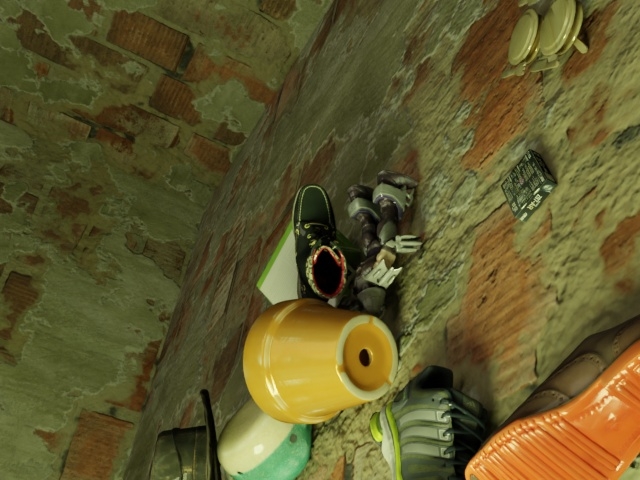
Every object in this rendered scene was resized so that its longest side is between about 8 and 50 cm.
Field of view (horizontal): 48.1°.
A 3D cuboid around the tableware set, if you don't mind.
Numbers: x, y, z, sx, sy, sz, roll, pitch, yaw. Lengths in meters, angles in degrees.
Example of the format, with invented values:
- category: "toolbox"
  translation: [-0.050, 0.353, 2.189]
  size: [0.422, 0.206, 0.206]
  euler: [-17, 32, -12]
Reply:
- category: "tableware set"
  translation: [0.330, -0.302, 1.041]
  size: [0.194, 0.039, 0.128]
  euler: [-140, 62, -79]

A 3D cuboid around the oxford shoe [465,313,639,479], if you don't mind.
- category: "oxford shoe"
  translation: [0.241, 0.153, 0.649]
  size: [0.271, 0.097, 0.098]
  euler: [-45, 7, 32]

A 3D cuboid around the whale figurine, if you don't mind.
- category: "whale figurine"
  translation: [-0.066, 0.334, 1.311]
  size: [0.216, 0.141, 0.272]
  euler: [-31, 14, 41]

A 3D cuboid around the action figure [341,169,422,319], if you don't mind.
- category: "action figure"
  translation: [0.104, 0.012, 1.233]
  size: [0.185, 0.099, 0.285]
  euler: [-38, 36, 45]

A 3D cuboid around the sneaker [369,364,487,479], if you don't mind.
- category: "sneaker"
  translation: [0.140, 0.236, 0.805]
  size: [0.121, 0.111, 0.300]
  euler: [-60, 20, 9]

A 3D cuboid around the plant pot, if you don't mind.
- category: "plant pot"
  translation: [0.013, 0.188, 1.133]
  size: [0.187, 0.205, 0.205]
  euler: [-14, 53, 50]

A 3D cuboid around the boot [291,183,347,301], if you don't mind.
- category: "boot"
  translation: [0.002, 0.001, 1.275]
  size: [0.178, 0.085, 0.237]
  euler: [141, 128, -78]

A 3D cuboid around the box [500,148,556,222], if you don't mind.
- category: "box"
  translation: [0.273, -0.073, 0.945]
  size: [0.067, 0.018, 0.083]
  euler: [-57, 19, 29]

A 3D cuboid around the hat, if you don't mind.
- category: "hat"
  translation: [-0.248, 0.443, 1.303]
  size: [0.331, 0.133, 0.332]
  euler: [174, 90, -81]

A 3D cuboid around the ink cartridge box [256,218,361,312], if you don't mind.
- category: "ink cartridge box"
  translation: [0.010, 0.093, 1.434]
  size: [0.255, 0.097, 0.189]
  euler: [44, 113, 36]

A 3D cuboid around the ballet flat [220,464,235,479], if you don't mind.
- category: "ballet flat"
  translation: [-0.156, 0.442, 1.468]
  size: [0.280, 0.095, 0.096]
  euler: [-50, 36, 45]
